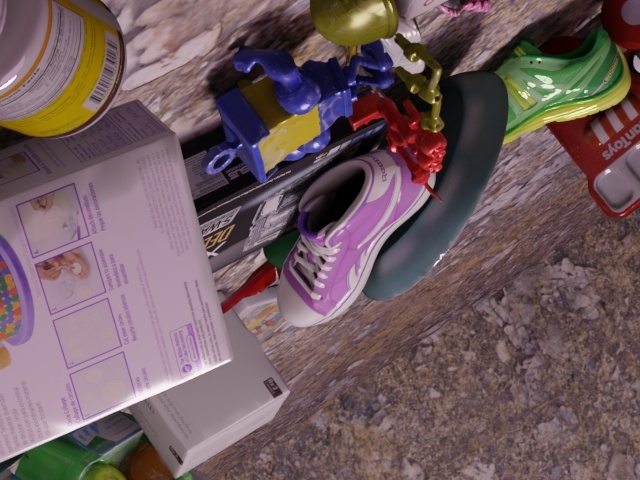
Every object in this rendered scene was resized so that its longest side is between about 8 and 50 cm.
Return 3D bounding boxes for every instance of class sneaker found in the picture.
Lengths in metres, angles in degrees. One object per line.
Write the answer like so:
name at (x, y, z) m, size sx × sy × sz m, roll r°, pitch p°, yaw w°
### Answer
sneaker at (0.153, -0.277, 1.821) m, size 0.119 × 0.047 × 0.057 m, roll -21°, pitch 141°, yaw -54°
sneaker at (0.260, -0.204, 2.230) m, size 0.295 × 0.123 × 0.109 m, roll -20°, pitch -162°, yaw -2°
sneaker at (-0.001, -0.001, 1.945) m, size 0.161 × 0.102 × 0.282 m, roll -15°, pitch 145°, yaw -53°
sneaker at (0.078, -0.215, 1.828) m, size 0.061 × 0.054 × 0.152 m, roll -21°, pitch 165°, yaw 3°

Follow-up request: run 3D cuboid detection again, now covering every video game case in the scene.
video game case at (-0.121, 0.137, 2.604) m, size 0.206 × 0.026 × 0.227 m, roll -43°, pitch 166°, yaw 28°

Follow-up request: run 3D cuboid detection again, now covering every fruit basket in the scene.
fruit basket at (-0.240, 0.366, 2.365) m, size 0.327 × 0.353 × 0.165 m, roll -26°, pitch 135°, yaw -64°

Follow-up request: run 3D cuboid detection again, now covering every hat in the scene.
hat at (-0.061, -0.008, 2.243) m, size 0.173 × 0.183 × 0.208 m, roll 52°, pitch 52°, yaw -59°

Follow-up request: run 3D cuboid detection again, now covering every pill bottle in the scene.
pill bottle at (-0.221, -0.141, 1.150) m, size 0.117 × 0.117 × 0.215 m, roll -38°, pitch 167°, yaw 8°

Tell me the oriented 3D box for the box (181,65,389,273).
box at (-0.087, -0.055, 1.891) m, size 0.307 × 0.076 × 0.242 m, roll -28°, pitch 165°, yaw -34°

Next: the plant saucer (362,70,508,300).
plant saucer at (0.119, -0.077, 2.067) m, size 0.317 × 0.043 × 0.318 m, roll -50°, pitch -156°, yaw 31°

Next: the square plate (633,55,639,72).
square plate at (0.524, -0.308, 2.628) m, size 0.344 × 0.049 × 0.347 m, roll -37°, pitch 167°, yaw 1°

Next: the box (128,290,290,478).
box at (-0.171, 0.201, 2.351) m, size 0.182 × 0.181 × 0.119 m, roll -29°, pitch 164°, yaw -26°

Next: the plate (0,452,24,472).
plate at (-0.459, 0.304, 2.332) m, size 0.188 × 0.024 × 0.188 m, roll -34°, pitch 168°, yaw -8°

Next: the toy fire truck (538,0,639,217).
toy fire truck at (0.455, -0.210, 2.337) m, size 0.302 × 0.254 × 0.169 m, roll -39°, pitch 167°, yaw 16°

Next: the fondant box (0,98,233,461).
fondant box at (-0.258, 0.052, 1.415) m, size 0.330 × 0.096 × 0.238 m, roll -23°, pitch 123°, yaw -19°

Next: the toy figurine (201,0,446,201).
toy figurine at (-0.015, -0.116, 1.646) m, size 0.217 × 0.191 × 0.362 m, roll -28°, pitch 164°, yaw -5°

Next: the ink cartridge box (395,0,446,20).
ink cartridge box at (0.151, -0.313, 1.551) m, size 0.212 × 0.093 × 0.154 m, roll -32°, pitch 166°, yaw -24°
